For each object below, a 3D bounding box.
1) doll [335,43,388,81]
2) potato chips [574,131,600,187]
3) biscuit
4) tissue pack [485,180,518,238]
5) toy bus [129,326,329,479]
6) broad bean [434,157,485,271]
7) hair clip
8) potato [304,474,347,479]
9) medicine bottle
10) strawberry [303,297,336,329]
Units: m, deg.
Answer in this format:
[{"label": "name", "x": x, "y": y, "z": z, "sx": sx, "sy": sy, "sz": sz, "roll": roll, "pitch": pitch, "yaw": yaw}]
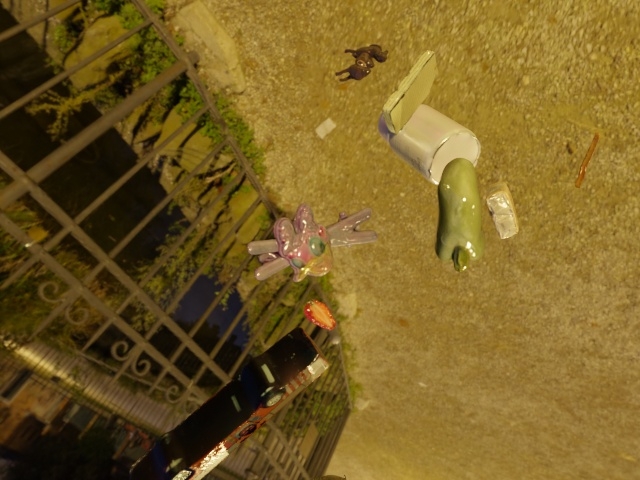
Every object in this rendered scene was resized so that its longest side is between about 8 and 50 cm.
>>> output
[{"label": "doll", "x": 0.146, "y": -0.604, "z": 1.420, "sx": 0.165, "sy": 0.139, "sz": 0.057, "roll": 13, "pitch": 166, "yaw": 33}, {"label": "potato chips", "x": 0.948, "y": -0.284, "z": 1.493, "sx": 0.026, "sy": 0.203, "sz": 0.037, "roll": 22, "pitch": -170, "yaw": 27}, {"label": "biscuit", "x": 0.303, "y": -0.497, "z": 1.414, "sx": 0.052, "sy": 0.252, "sz": 0.150, "roll": 38, "pitch": -178, "yaw": 25}, {"label": "tissue pack", "x": 0.725, "y": -0.126, "z": 1.680, "sx": 0.090, "sy": 0.222, "sz": 0.186, "roll": -19, "pitch": 102, "yaw": 28}, {"label": "toy bus", "x": -0.165, "y": 0.326, "z": 0.782, "sx": 0.093, "sy": 0.409, "sz": 0.092, "roll": 48, "pitch": 175, "yaw": 36}, {"label": "broad bean", "x": 0.271, "y": -0.047, "z": 0.832, "sx": 0.100, "sy": 0.169, "sz": 0.227, "roll": -8, "pitch": 98, "yaw": 11}, {"label": "hair clip", "x": -0.001, "y": -0.009, "z": 0.786, "sx": 0.090, "sy": 0.278, "sz": 0.137, "roll": -1, "pitch": 105, "yaw": 50}, {"label": "potato", "x": -0.015, "y": 0.685, "z": 1.061, "sx": 0.248, "sy": 0.143, "sz": 0.169, "roll": 6, "pitch": -167, "yaw": -17}, {"label": "medicine bottle", "x": 0.383, "y": -0.374, "z": 1.550, "sx": 0.378, "sy": 0.214, "sz": 0.213, "roll": 56, "pitch": 170, "yaw": 46}, {"label": "strawberry", "x": -0.005, "y": 0.294, "z": 1.647, "sx": 0.152, "sy": 0.104, "sz": 0.048, "roll": 50, "pitch": 131, "yaw": -3}]
